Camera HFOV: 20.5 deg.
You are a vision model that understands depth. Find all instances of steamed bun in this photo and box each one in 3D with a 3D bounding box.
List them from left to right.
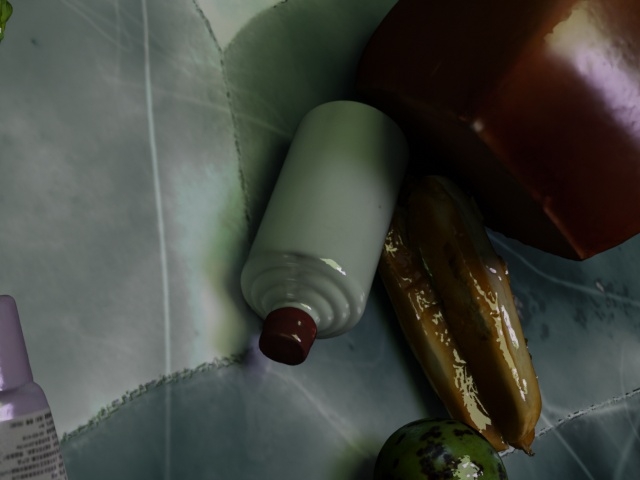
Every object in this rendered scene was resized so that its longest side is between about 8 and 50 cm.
[{"bbox_3d":[0.199,-0.149,1.528,0.248,0.379,0.235,-45,106,-4],"label":"steamed bun"}]

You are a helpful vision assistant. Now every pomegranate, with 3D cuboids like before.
[{"bbox_3d":[0.079,0.207,1.406,0.161,0.122,0.122,-20,81,-21],"label":"pomegranate"}]

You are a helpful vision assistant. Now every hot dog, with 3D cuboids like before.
[{"bbox_3d":[0.121,0.065,1.524,0.072,0.109,0.269,-13,79,-56],"label":"hot dog"}]

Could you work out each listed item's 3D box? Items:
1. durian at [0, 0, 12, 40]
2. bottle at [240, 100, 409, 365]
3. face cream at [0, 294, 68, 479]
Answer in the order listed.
[{"bbox_3d":[-0.363,-0.238,1.168,0.339,0.204,0.256,26,36,-21],"label":"durian"},{"bbox_3d":[0.000,0.000,1.446,0.104,0.104,0.245,39,44,-22],"label":"bottle"},{"bbox_3d":[-0.214,0.176,1.151,0.154,0.096,0.274,-10,87,-50],"label":"face cream"}]
